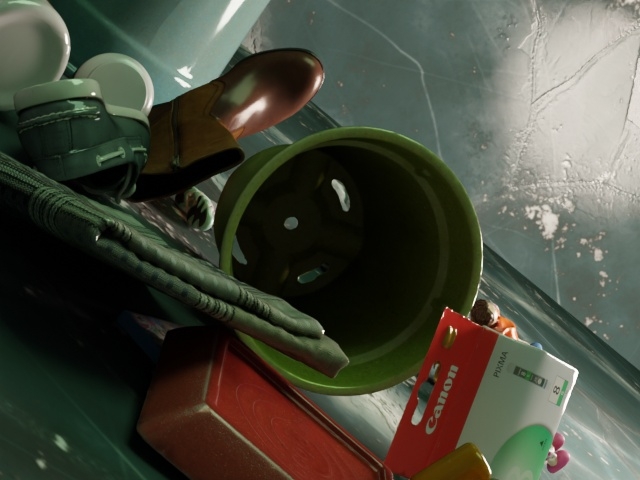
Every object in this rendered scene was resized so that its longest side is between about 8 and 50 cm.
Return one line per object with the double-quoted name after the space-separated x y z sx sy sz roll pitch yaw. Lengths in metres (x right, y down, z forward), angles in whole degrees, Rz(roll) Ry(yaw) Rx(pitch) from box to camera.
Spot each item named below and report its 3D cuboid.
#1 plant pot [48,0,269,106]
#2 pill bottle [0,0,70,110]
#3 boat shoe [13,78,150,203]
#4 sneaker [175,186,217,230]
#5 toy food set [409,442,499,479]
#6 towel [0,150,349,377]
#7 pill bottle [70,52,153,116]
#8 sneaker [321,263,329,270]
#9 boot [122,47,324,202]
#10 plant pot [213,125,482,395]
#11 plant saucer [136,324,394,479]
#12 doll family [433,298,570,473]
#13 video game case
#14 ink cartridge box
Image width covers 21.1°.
-0.212 -0.364 2.358 0.341 0.334 0.341 40 10 -8 "plant pot"
-0.367 -0.247 1.831 0.131 0.131 0.229 31 13 -45 "pill bottle"
-0.234 -0.083 1.726 0.319 0.116 0.099 59 19 -82 "boat shoe"
-0.128 -0.028 2.031 0.069 0.038 0.098 33 12 -31 "sneaker"
0.154 0.305 1.527 0.232 0.104 0.111 59 -2 4 "toy food set"
-0.163 0.001 1.466 0.312 0.056 0.324 23 -7 45 "towel"
-0.239 -0.166 1.955 0.094 0.094 0.169 38 -5 -11 "pill bottle"
0.084 0.055 2.294 0.180 0.125 0.321 36 -1 -1 "sneaker"
-0.111 -0.141 2.003 0.280 0.264 0.096 -109 -175 -75 "boot"
0.000 0.000 1.833 0.276 0.276 0.254 37 -1 -19 "plant pot"
-0.026 0.178 1.404 0.259 0.048 0.258 41 11 -9 "plant saucer"
0.212 0.193 2.196 0.163 0.118 0.263 41 25 -36 "doll family"
-0.102 0.116 1.544 0.119 0.015 0.166 45 10 26 "video game case"
0.172 0.185 1.786 0.056 0.181 0.224 17 -7 37 "ink cartridge box"
